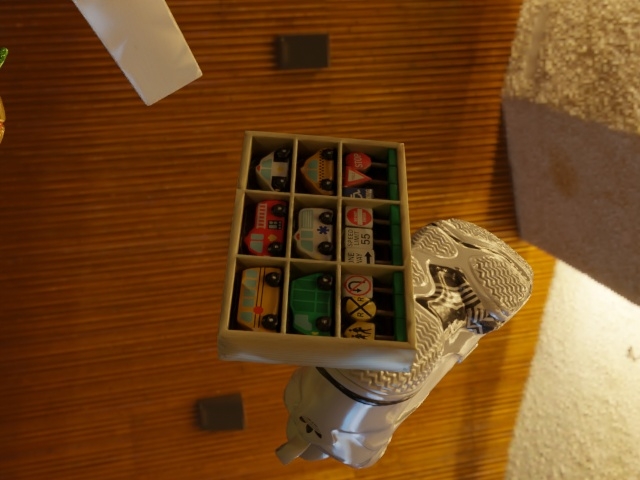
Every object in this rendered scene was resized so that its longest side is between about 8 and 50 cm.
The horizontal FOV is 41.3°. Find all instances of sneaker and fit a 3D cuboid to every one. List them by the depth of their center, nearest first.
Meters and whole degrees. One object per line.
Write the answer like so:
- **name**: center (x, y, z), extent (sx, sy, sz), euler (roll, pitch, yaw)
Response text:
- **sneaker**: center (0.087, 0.112, 0.928), extent (0.137, 0.365, 0.210), euler (43, -52, 17)

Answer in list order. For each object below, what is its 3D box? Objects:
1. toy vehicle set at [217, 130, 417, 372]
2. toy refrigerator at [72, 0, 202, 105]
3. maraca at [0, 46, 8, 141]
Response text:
- **toy vehicle set**: center (0.000, 0.000, 0.795), extent (0.035, 0.165, 0.267), euler (96, -3, -46)
- **toy refrigerator**: center (-0.222, -0.272, 0.982), extent (0.102, 0.094, 0.269), euler (59, -2, 17)
- **maraca**: center (-0.425, -0.151, 1.017), extent (0.127, 0.099, 0.186), euler (-13, -130, 52)
